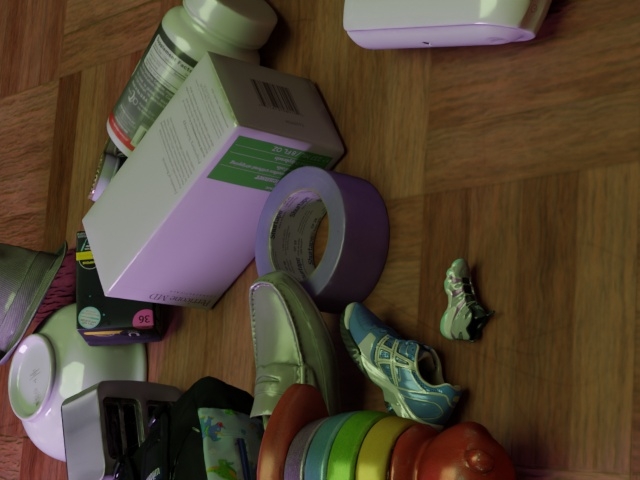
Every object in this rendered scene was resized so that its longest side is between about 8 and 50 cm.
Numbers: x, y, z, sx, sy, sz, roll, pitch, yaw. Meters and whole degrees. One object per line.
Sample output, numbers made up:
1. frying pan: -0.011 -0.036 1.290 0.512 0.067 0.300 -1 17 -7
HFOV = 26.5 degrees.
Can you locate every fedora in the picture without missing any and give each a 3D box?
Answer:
1. fedora: -0.535 0.086 2.317 0.243 0.124 0.275 -63 9 -7

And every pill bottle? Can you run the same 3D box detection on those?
1. pill bottle: -0.191 -0.249 2.036 0.283 0.161 0.161 -56 44 25

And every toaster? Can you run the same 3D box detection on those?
1. toaster: -0.289 0.295 2.021 0.110 0.168 0.185 -30 60 40

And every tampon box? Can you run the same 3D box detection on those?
1. tampon box: -0.313 0.073 2.113 0.101 0.121 0.161 85 180 -71

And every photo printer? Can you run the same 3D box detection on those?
1. photo printer: 0.172 -0.364 1.664 0.308 0.107 0.256 6 86 50

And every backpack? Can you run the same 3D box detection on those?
1. backpack: -0.133 0.411 1.761 0.290 0.273 0.355 -52 24 26

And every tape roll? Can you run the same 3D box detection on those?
1. tape roll: 0.000 0.000 1.807 0.189 0.080 0.188 -14 71 48

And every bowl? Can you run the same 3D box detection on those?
1. bowl: -0.418 0.228 2.219 0.298 0.134 0.297 -17 68 48

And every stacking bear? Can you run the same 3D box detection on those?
1. stacking bear: 0.086 0.264 1.529 0.289 0.175 0.164 -6 33 37

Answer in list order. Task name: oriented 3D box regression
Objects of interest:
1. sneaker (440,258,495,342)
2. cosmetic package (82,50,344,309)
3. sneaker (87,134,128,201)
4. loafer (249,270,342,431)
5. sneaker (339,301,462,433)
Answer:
1. sneaker: 0.180 0.073 1.607 0.069 0.038 0.098 11 99 50
2. cosmetic package: -0.160 -0.076 1.930 0.365 0.197 0.155 -50 47 33
3. sneaker: -0.284 -0.099 2.180 0.282 0.153 0.099 -106 34 -74
4. loafer: -0.036 0.197 1.718 0.112 0.111 0.319 -24 81 48
5. sneaker: 0.100 0.147 1.661 0.081 0.080 0.211 -52 55 20
